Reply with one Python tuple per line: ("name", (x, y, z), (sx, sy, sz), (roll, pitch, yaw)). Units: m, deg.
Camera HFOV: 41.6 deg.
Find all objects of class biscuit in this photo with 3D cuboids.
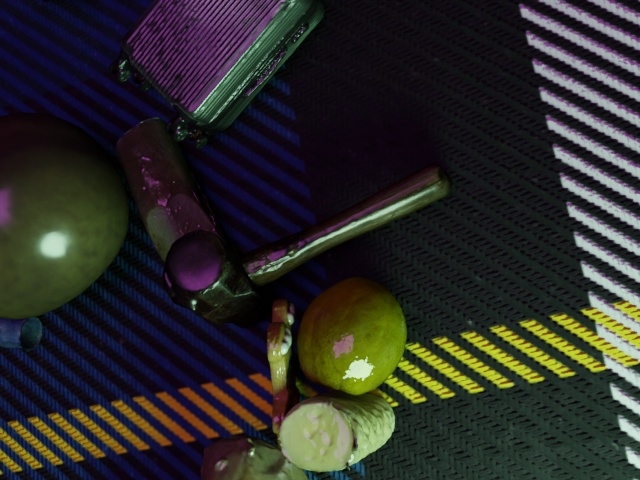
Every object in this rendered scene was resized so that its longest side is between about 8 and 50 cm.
("biscuit", (-0.048, 0.203, 1.192), (0.035, 0.158, 0.240), (-1, 117, 5))

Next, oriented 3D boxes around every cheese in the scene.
("cheese", (0.025, 0.254, 1.154), (0.123, 0.167, 0.093), (-6, 86, 21))

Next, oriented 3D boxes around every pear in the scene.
("pear", (0.043, 0.136, 1.165), (0.149, 0.149, 0.162), (16, 64, 20))

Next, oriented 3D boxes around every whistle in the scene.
("whistle", (-0.619, 0.145, 1.449), (0.304, 0.062, 0.062), (5, 87, 20))

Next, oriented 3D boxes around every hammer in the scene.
("hammer", (0.000, 0.000, 1.178), (0.409, 0.242, 0.095), (-24, 72, 2))

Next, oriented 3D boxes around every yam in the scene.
("yam", (-0.230, -0.056, 1.306), (0.106, 0.106, 0.259), (-32, 75, 15))

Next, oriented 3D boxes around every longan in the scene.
("longan", (-0.451, -0.035, 1.289), (0.319, 0.319, 0.318), (-2, 85, 20))

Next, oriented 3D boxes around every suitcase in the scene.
("suitcase", (-0.156, -0.312, 1.281), (0.312, 0.128, 0.202), (-46, 73, 10))

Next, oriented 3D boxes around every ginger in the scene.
("ginger", (-0.120, 0.418, 1.177), (0.244, 0.155, 0.304), (45, 121, 1))
